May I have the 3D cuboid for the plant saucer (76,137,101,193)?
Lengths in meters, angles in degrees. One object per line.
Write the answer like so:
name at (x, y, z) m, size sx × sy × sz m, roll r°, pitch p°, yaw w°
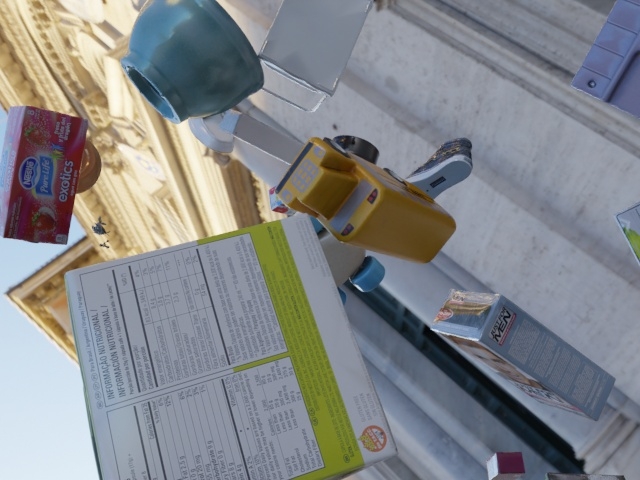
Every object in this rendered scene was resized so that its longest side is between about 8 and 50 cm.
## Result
plant saucer at (-0.657, -0.210, 1.588) m, size 0.200 × 0.200 × 0.037 m, roll -27°, pitch -8°, yaw -41°

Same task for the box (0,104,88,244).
box at (-0.556, -0.128, 1.228) m, size 0.123 × 0.128 × 0.256 m, roll 9°, pitch -86°, yaw -40°

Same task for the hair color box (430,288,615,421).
hair color box at (0.452, 0.253, 1.397) m, size 0.113 × 0.375 × 0.185 m, roll -59°, pitch 19°, yaw -13°

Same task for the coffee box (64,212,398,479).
coffee box at (-0.135, 0.212, 0.892) m, size 0.335 × 0.338 × 0.337 m, roll -15°, pitch -23°, yaw -14°

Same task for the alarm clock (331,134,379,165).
alarm clock at (0.092, -0.203, 1.593) m, size 0.192 × 0.129 × 0.064 m, roll 30°, pitch -111°, yaw -46°

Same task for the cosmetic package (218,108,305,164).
cosmetic package at (-0.116, -0.236, 1.499) m, size 0.239 × 0.099 × 0.060 m, roll 24°, pitch -83°, yaw -33°

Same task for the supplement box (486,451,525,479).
supplement box at (0.372, 0.457, 1.257) m, size 0.055 × 0.043 × 0.083 m, roll 0°, pitch -30°, yaw -1°

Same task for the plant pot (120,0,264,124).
plant pot at (-0.290, -0.372, 1.315) m, size 0.196 × 0.293 × 0.293 m, roll -47°, pitch -24°, yaw -14°

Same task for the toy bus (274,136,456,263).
toy bus at (0.081, -0.052, 0.981) m, size 0.108 × 0.130 × 0.333 m, roll -52°, pitch -33°, yaw 16°

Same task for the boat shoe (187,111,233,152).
boat shoe at (-0.288, -0.337, 1.608) m, size 0.098 × 0.277 × 0.096 m, roll 1°, pitch -45°, yaw -41°

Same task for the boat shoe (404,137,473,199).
boat shoe at (0.215, -0.127, 1.199) m, size 0.183 × 0.065 × 0.083 m, roll -26°, pitch 30°, yaw 36°

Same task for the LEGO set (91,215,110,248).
LEGO set at (-0.522, -0.016, 1.475) m, size 0.023 × 0.054 × 0.083 m, roll -40°, pitch -59°, yaw -52°

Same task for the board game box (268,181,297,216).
board game box at (0.033, -0.171, 2.169) m, size 0.308 × 0.086 × 0.302 m, roll 12°, pitch -30°, yaw -38°

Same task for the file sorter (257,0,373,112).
file sorter at (-0.030, -0.480, 1.516) m, size 0.277 × 0.193 × 0.173 m, roll -68°, pitch 12°, yaw -16°

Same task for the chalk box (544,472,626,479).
chalk box at (0.430, 0.489, 0.964) m, size 0.213 × 0.133 × 0.132 m, roll -81°, pitch -10°, yaw -61°

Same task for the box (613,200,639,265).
box at (0.863, -0.013, 1.588) m, size 0.087 × 0.169 × 0.290 m, roll -32°, pitch -18°, yaw 36°

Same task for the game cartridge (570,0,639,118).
game cartridge at (0.581, -0.256, 0.904) m, size 0.068 × 0.355 × 0.230 m, roll -19°, pitch -43°, yaw -47°

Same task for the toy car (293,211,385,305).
toy car at (0.000, 0.000, 1.353) m, size 0.210 × 0.219 × 0.238 m, roll -38°, pitch 25°, yaw 23°
